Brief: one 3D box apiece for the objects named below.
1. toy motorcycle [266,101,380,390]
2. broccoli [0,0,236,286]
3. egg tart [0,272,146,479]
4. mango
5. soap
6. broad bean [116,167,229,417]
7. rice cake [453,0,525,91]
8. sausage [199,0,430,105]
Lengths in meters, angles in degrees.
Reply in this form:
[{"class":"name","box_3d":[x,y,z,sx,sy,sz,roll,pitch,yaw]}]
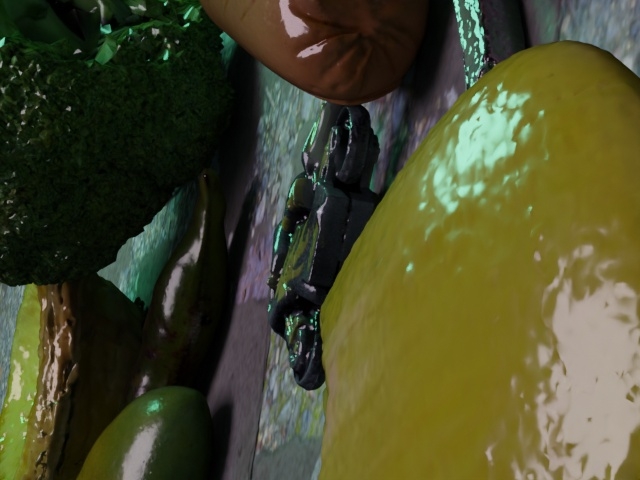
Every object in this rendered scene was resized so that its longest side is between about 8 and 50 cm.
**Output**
[{"class":"toy motorcycle","box_3d":[0.000,0.000,1.319,0.124,0.061,0.193,-161,81,-75]},{"class":"broccoli","box_3d":[-0.251,-0.113,1.744,0.413,0.321,0.310,-173,99,-71]},{"class":"egg tart","box_3d":[-0.242,0.143,1.916,0.315,0.120,0.314,-169,90,-75]},{"class":"mango","box_3d":[-0.152,0.222,1.608,0.137,0.091,0.237,23,98,51]},{"class":"soap","box_3d":[0.066,0.101,0.946,0.427,0.115,0.306,120,155,-48]},{"class":"broad bean","box_3d":[-0.124,0.095,1.657,0.077,0.061,0.339,-89,16,-64]},{"class":"rice cake","box_3d":[0.093,-0.154,1.154,0.033,0.033,0.207,116,157,-46]},{"class":"sausage","box_3d":[-0.011,-0.174,1.356,0.304,0.121,0.121,-135,57,-68]}]
